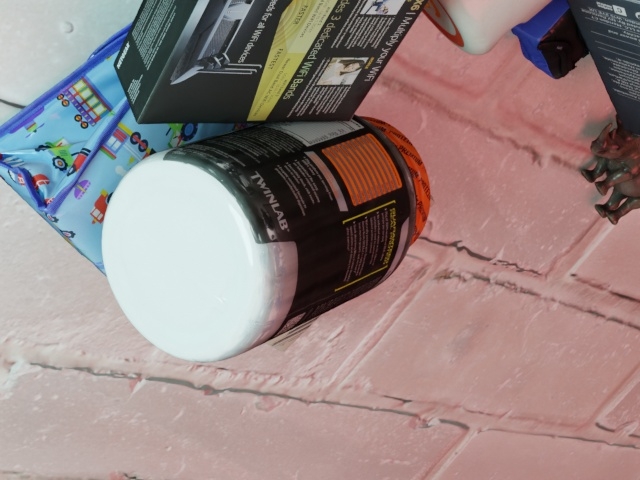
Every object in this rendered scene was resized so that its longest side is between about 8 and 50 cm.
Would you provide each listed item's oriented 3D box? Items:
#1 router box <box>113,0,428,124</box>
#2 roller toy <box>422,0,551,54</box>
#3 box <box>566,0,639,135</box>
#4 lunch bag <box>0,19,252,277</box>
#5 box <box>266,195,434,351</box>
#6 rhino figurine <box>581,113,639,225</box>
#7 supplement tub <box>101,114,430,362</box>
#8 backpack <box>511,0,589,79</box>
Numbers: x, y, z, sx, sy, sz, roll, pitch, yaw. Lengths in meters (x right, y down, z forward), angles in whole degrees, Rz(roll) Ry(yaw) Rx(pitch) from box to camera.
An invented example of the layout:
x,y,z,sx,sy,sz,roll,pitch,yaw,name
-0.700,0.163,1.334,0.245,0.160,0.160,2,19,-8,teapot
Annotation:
x,y,z,sx,sy,sz,roll,pitch,yaw,name
-0.021,-0.233,1.354,0.243,0.081,0.309,-3,144,-34,router box
0.148,-0.298,1.560,0.146,0.191,0.209,-40,148,0,roller toy
0.483,-0.307,1.802,0.293,0.212,0.395,-60,149,-10,box
-0.166,-0.112,1.539,0.293,0.138,0.221,-47,146,-8,lunch bag
0.000,0.000,1.844,0.275,0.113,0.094,-44,149,8,box
0.444,-0.113,2.205,0.106,0.073,0.243,-36,146,-1,rhino figurine
-0.040,-0.019,1.503,0.338,0.207,0.207,-22,146,-53,supplement tub
0.282,-0.265,1.823,0.098,0.101,0.120,-44,147,1,backpack
